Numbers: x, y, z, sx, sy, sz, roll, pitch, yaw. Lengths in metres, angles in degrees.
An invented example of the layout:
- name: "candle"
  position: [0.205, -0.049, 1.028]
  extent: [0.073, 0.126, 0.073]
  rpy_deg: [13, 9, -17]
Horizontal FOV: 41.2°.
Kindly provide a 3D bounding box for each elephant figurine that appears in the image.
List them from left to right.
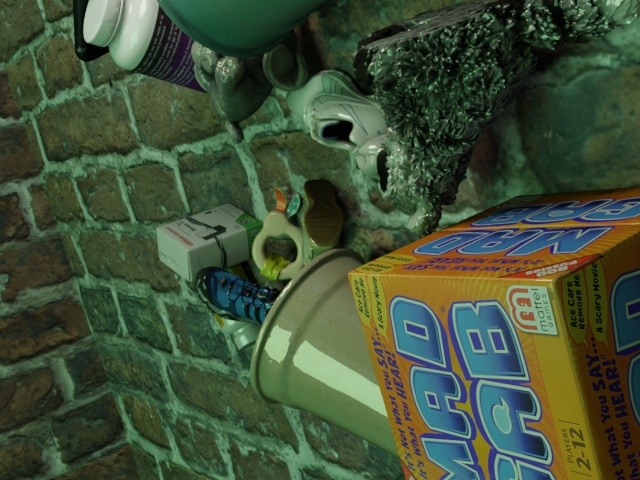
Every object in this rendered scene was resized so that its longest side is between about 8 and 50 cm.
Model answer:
- name: "elephant figurine"
  position: [-0.103, -0.337, 1.574]
  extent: [0.169, 0.239, 0.186]
  rpy_deg: [51, 157, 21]

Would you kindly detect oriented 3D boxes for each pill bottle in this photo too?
- name: "pill bottle"
  position: [-0.282, -0.398, 1.655]
  extent: [0.181, 0.322, 0.182]
  rpy_deg: [-24, 61, 52]
- name: "pill bottle"
  position: [-0.208, 0.157, 2.090]
  extent: [0.209, 0.117, 0.117]
  rpy_deg: [61, 147, 10]

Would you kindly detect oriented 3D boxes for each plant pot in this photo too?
- name: "plant pot"
  position: [-0.057, -0.497, 1.323]
  extent: [0.334, 0.341, 0.341]
  rpy_deg: [-10, 100, 49]
- name: "plant pot"
  position: [0.095, 0.228, 1.554]
  extent: [0.305, 0.333, 0.334]
  rpy_deg: [29, 132, 28]

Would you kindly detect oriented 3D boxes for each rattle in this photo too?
- name: "rattle"
  position: [-0.077, -0.016, 1.881]
  extent: [0.130, 0.142, 0.200]
  rpy_deg: [-3, 92, 23]

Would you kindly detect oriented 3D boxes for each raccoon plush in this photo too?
- name: "raccoon plush"
  position: [0.230, -0.163, 1.163]
  extent: [0.446, 0.216, 0.299]
  rpy_deg: [1, 118, 44]

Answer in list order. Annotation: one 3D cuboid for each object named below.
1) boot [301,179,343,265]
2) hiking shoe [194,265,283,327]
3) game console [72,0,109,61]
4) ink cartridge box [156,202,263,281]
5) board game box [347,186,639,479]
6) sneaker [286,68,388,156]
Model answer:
- name: "boot"
  position: [0.000, 0.000, 1.679]
  extent: [0.213, 0.077, 0.165]
  rpy_deg: [-99, 9, -53]
- name: "hiking shoe"
  position: [-0.133, 0.133, 1.900]
  extent: [0.304, 0.113, 0.132]
  rpy_deg: [31, 138, -19]
- name: "game console"
  position: [-0.369, -0.581, 1.693]
  extent: [0.060, 0.342, 0.387]
  rpy_deg: [24, 132, 14]
- name: "ink cartridge box"
  position: [-0.256, 0.001, 1.983]
  extent: [0.153, 0.208, 0.087]
  rpy_deg: [29, 131, 44]
- name: "board game box"
  position: [0.317, 0.150, 1.111]
  extent: [0.356, 0.356, 0.357]
  rpy_deg: [-2, 108, 55]
- name: "sneaker"
  position: [0.023, -0.228, 1.520]
  extent: [0.297, 0.129, 0.111]
  rpy_deg: [28, 132, 46]
